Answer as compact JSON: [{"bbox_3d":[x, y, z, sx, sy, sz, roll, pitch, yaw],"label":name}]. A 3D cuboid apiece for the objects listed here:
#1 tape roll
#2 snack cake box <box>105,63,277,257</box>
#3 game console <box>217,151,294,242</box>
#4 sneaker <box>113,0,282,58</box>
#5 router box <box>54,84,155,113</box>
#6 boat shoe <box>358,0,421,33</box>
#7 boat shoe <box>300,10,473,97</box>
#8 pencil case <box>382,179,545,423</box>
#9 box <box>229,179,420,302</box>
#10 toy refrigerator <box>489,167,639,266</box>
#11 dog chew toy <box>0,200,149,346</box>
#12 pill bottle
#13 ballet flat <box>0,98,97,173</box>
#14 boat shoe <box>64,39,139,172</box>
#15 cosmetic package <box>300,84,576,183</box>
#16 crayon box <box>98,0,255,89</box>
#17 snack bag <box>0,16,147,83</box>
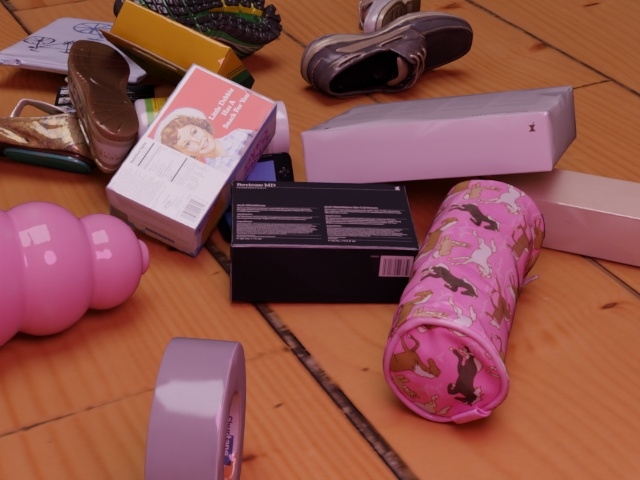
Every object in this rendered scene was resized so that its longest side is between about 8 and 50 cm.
[{"bbox_3d":[-0.126,0.212,1.195,0.072,0.219,0.219,3,31,3],"label":"tape roll"},{"bbox_3d":[-0.191,-0.124,1.742,0.152,0.089,0.264,25,62,9],"label":"snack cake box"},{"bbox_3d":[-0.097,-0.070,1.791,0.144,0.124,0.085,-10,7,-18],"label":"game console"},{"bbox_3d":[-0.249,-0.413,2.248,0.343,0.146,0.134,7,61,-35],"label":"sneaker"},{"bbox_3d":[-0.390,-0.238,2.083,0.178,0.046,0.133,-2,30,-6],"label":"router box"},{"bbox_3d":[0.130,-0.470,2.437,0.103,0.113,0.302,10,22,15],"label":"boat shoe"},{"bbox_3d":[0.142,-0.342,2.224,0.355,0.132,0.130,-17,45,-13],"label":"boat shoe"},{"bbox_3d":[0.193,0.071,1.494,0.167,0.160,0.386,22,34,6],"label":"pencil case"},{"bbox_3d":[0.000,0.000,1.654,0.261,0.103,0.184,1,35,-4],"label":"box"},{"bbox_3d":[0.391,-0.039,1.752,0.269,0.094,0.102,11,36,19],"label":"toy refrigerator"},{"bbox_3d":[-0.387,0.040,1.502,0.331,0.207,0.206,-6,31,-28],"label":"dog chew toy"},{"bbox_3d":[-0.180,-0.173,1.900,0.245,0.136,0.136,-5,32,-10],"label":"pill bottle"},{"bbox_3d":[-0.532,-0.186,1.917,0.348,0.123,0.123,6,32,3],"label":"ballet flat"},{"bbox_3d":[-0.363,-0.228,1.870,0.104,0.089,0.285,7,38,-23],"label":"boat shoe"},{"bbox_3d":[0.194,-0.166,1.806,0.377,0.098,0.284,-3,12,21],"label":"cosmetic package"},{"bbox_3d":[-0.238,-0.315,1.979,0.202,0.081,0.318,26,0,6],"label":"crayon box"},{"bbox_3d":[-0.438,-0.376,2.293,0.323,0.037,0.342,10,26,11],"label":"snack bag"}]
